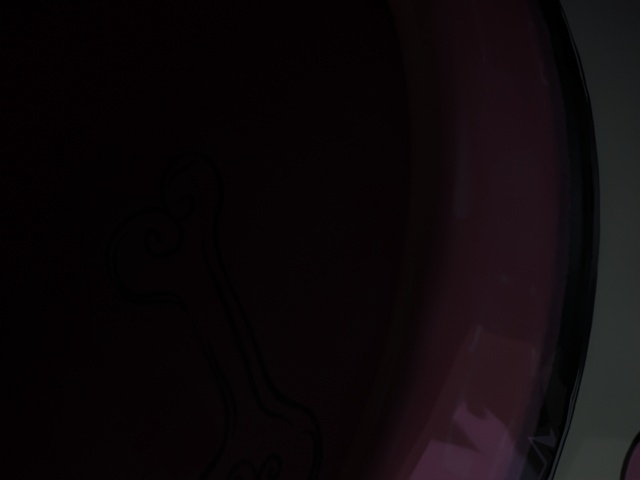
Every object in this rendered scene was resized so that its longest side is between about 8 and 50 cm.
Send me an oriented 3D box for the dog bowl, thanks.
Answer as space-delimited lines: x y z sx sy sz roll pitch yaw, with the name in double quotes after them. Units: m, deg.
-0.053 0.030 0.490 0.150 0.408 0.408 26 101 -46 "dog bowl"
